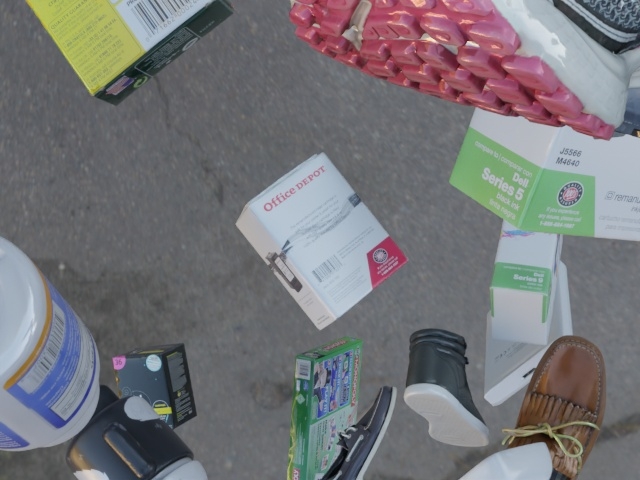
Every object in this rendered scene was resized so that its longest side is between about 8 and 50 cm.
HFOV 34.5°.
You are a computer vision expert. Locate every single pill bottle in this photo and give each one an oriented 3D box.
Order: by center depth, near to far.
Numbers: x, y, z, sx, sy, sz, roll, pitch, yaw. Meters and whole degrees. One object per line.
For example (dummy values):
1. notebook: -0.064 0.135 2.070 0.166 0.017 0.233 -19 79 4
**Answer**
1. pill bottle: -0.291 0.107 0.945 0.152 0.152 0.272 -18 158 -5

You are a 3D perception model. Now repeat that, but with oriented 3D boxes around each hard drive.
1. hard drive: 0.410 0.176 2.052 0.040 0.307 0.203 41 117 -11

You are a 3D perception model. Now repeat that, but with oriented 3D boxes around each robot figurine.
1. robot figurine: -0.317 0.378 1.739 0.278 0.209 0.173 44 106 17

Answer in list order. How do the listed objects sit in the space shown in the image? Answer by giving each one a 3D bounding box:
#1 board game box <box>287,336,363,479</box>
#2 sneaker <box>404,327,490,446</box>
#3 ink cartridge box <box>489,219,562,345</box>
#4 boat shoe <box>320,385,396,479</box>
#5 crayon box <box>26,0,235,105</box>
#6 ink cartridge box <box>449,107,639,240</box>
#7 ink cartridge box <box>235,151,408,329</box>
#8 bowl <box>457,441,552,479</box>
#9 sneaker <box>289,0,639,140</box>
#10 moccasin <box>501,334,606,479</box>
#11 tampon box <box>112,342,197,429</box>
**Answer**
1. board game box: 0.009 0.364 2.043 0.046 0.213 0.317 8 98 26
2. sneaker: 0.223 0.246 1.733 0.105 0.146 0.295 -5 148 24
3. ink cartridge box: 0.330 0.036 1.643 0.093 0.212 0.154 5 144 15
4. boat shoe: 0.049 0.295 1.485 0.065 0.075 0.206 25 74 4
5. crayon box: -0.280 -0.357 1.296 0.202 0.081 0.318 -36 82 9
6. ink cartridge box: 0.266 -0.147 0.955 0.198 0.115 0.272 4 115 -34
7. ink cartridge box: 0.000 0.000 1.091 0.109 0.063 0.150 -37 87 -24
8. bowl: 0.234 0.328 1.361 0.142 0.053 0.142 4 139 -46
9. sneaker: 0.095 -0.107 0.427 0.299 0.121 0.112 -8 115 -57
10. moccasin: 0.356 0.335 1.651 0.139 0.147 0.380 25 100 15
11. tampon box: -0.343 0.304 2.135 0.121 0.101 0.160 -8 94 22
